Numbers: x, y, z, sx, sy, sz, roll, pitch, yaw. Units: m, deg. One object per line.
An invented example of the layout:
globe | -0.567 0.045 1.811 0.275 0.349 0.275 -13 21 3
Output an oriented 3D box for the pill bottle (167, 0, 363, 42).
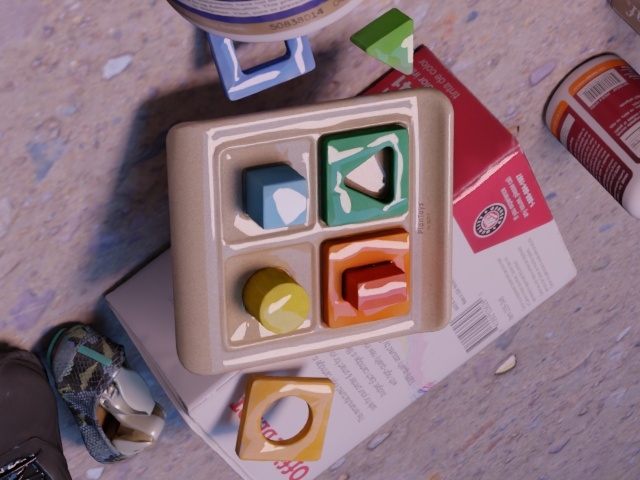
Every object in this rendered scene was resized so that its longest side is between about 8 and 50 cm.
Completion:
pill bottle | -0.053 -0.227 0.998 0.153 0.153 0.264 -38 152 -4

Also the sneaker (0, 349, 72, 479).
sneaker | -0.212 0.184 1.422 0.109 0.130 0.286 -29 149 -15

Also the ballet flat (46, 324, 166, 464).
ballet flat | -0.150 0.126 1.468 0.070 0.070 0.188 -36 153 -6

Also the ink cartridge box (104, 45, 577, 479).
ink cartridge box | 0.022 0.034 1.481 0.306 0.131 0.226 -36 149 -3

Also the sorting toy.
sorting toy | 0.000 0.000 1.311 0.196 0.047 0.347 -9 114 -18

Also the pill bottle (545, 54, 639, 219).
pill bottle | 0.258 -0.072 1.587 0.086 0.152 0.086 -29 150 -19

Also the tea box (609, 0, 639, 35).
tea box | 0.405 -0.212 1.378 0.220 0.329 0.323 -28 151 -22
